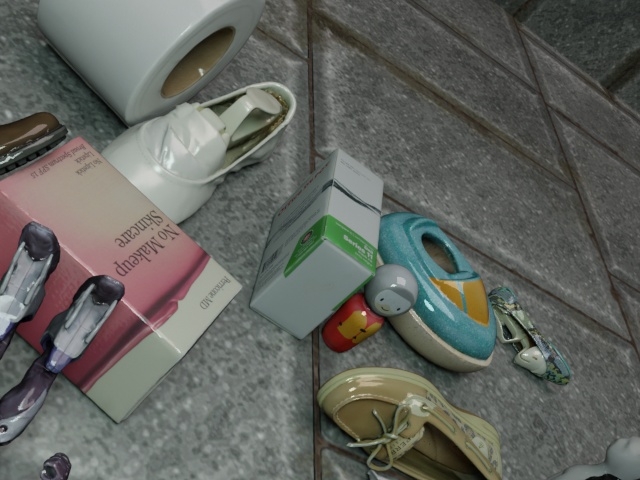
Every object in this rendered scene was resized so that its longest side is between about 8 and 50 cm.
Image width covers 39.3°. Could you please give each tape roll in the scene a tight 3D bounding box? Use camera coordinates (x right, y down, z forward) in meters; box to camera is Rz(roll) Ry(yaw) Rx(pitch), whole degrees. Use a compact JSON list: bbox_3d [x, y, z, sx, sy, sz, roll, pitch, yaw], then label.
[{"bbox_3d":[-0.213,-0.288,1.154,0.169,0.246,0.246,46,32,2],"label":"tape roll"}]

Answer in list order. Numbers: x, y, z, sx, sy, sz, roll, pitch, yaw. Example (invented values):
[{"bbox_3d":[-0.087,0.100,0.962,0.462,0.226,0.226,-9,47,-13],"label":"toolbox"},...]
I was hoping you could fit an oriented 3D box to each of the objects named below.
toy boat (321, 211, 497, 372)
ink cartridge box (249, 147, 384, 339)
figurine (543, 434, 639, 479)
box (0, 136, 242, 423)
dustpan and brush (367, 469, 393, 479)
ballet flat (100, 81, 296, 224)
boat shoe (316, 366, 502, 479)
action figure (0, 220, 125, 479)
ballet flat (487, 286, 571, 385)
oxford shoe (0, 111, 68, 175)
[{"bbox_3d":[0.134,0.071,1.233,0.267,0.148,0.318,54,32,15],"label":"toy boat"},{"bbox_3d":[0.000,0.000,1.156,0.087,0.153,0.208,35,34,-17],"label":"ink cartridge box"},{"bbox_3d":[0.326,0.323,1.104,0.092,0.209,0.215,53,32,12],"label":"figurine"},{"bbox_3d":[-0.219,0.035,0.886,0.232,0.127,0.148,42,31,-3],"label":"box"},{"bbox_3d":[0.136,0.313,0.955,0.147,0.060,0.211,24,20,-14],"label":"dustpan and brush"},{"bbox_3d":[-0.148,-0.133,1.160,0.139,0.139,0.400,46,32,2],"label":"ballet flat"},{"bbox_3d":[0.120,0.235,1.069,0.285,0.104,0.089,27,33,-28],"label":"boat shoe"},{"bbox_3d":[-0.261,0.134,0.690,0.185,0.099,0.285,34,61,-20],"label":"action figure"},{"bbox_3d":[0.322,0.163,1.439,0.070,0.070,0.188,-11,60,-53],"label":"ballet flat"},{"bbox_3d":[-0.345,-0.091,0.803,0.083,0.227,0.096,-151,-131,-71],"label":"oxford shoe"}]
